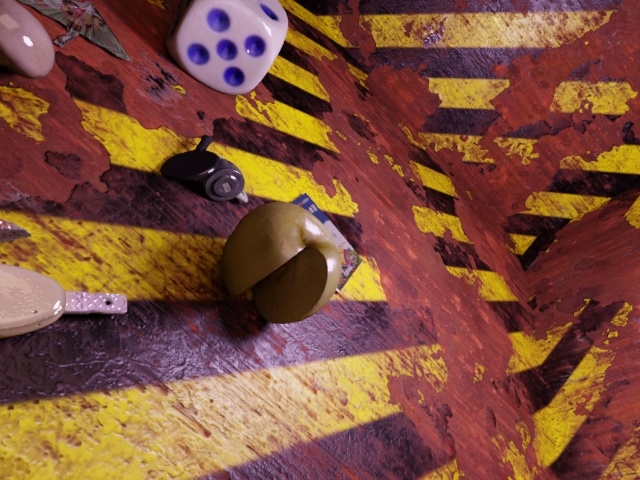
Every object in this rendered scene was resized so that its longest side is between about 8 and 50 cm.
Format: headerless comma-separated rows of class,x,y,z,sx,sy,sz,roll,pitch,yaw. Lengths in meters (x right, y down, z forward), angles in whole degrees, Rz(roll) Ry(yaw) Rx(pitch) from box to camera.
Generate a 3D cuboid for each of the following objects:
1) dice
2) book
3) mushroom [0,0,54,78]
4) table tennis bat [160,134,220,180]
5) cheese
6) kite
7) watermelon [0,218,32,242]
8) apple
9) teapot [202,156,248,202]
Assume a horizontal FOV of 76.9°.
dice,-0.312,-0.706,1.350,0.305,0.304,0.276,22,46,-35
book,0.000,0.000,1.338,0.322,0.018,0.228,50,35,-4
mushroom,-0.663,-0.404,0.830,0.207,0.207,0.208,10,94,-43
table tennis bat,-0.336,-0.223,1.080,0.150,0.027,0.236,-1,38,5
cheese,-0.468,0.108,0.695,0.256,0.050,0.127,12,51,-42
kite,-0.673,-0.601,1.111,0.323,0.013,0.267,23,43,-31
watermelon,-0.587,-0.035,0.663,0.180,0.094,0.081,19,48,-17
apple,-0.097,0.057,0.978,0.292,0.254,0.291,32,40,-31
teapot,-0.261,-0.178,1.127,0.149,0.111,0.108,7,41,-39
